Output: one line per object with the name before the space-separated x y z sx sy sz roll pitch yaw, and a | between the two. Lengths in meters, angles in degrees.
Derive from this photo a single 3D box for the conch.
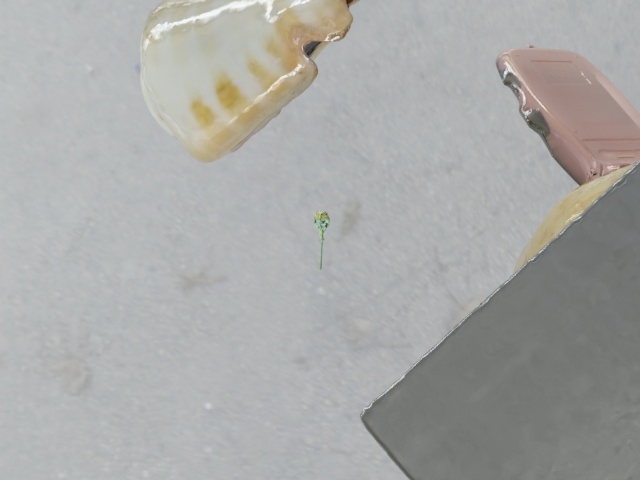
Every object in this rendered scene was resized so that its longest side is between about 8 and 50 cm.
conch | -0.075 -0.165 1.025 0.255 0.127 0.158 -35 20 43

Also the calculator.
calculator | 0.406 -0.207 1.956 0.330 0.220 0.048 62 144 36

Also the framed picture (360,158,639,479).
framed picture | 0.223 0.062 0.563 0.338 0.014 0.255 -42 72 -3

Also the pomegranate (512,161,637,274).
pomegranate | 0.349 0.084 1.275 0.342 0.342 0.343 -4 75 16

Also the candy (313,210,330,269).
candy | 0.000 0.000 1.728 0.023 0.025 0.083 2 98 -7
